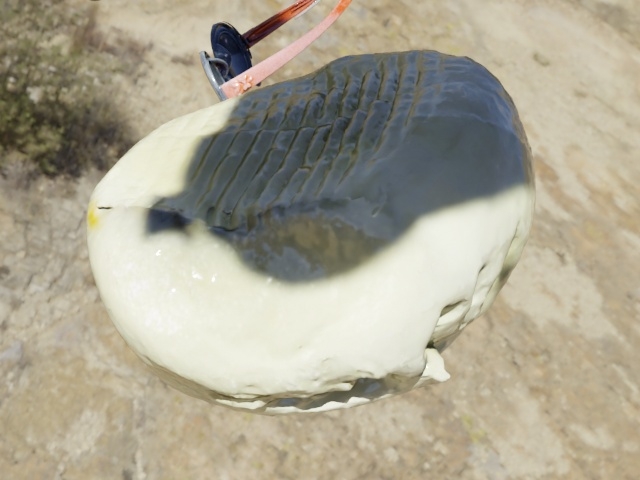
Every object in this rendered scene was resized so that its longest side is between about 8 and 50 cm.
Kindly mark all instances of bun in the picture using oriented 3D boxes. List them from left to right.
[{"bbox_3d":[0.000,0.000,0.489,0.229,0.230,0.145,-64,139,-57],"label":"bun"}]

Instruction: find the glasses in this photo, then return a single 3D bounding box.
[{"bbox_3d":[-0.025,-0.269,1.218,0.118,0.268,0.234,56,18,-21],"label":"glasses"}]
